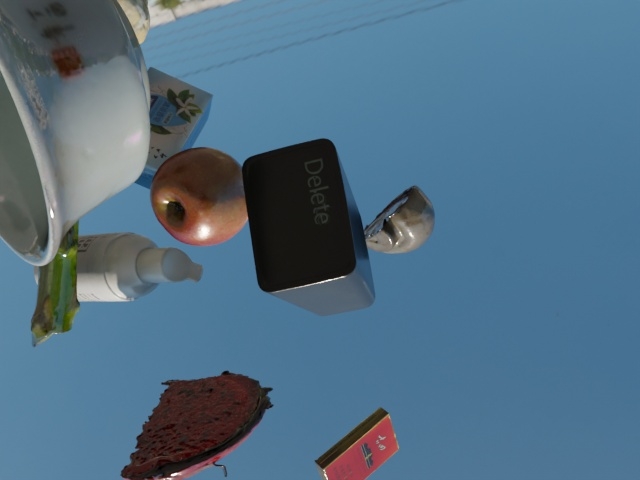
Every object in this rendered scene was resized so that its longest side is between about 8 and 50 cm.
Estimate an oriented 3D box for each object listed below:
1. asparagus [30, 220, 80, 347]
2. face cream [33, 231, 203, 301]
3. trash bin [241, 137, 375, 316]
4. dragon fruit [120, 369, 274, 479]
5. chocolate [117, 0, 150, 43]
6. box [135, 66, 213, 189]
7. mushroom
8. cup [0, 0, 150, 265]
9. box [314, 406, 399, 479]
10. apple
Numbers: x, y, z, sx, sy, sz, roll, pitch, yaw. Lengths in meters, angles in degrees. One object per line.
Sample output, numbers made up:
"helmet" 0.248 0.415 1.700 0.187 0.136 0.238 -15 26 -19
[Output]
"asparagus" -0.497 0.043 1.300 0.085 0.343 0.082 14 -168 10
"face cream" -0.411 0.052 1.410 0.369 0.145 0.145 -5 -137 32
"trash bin" 0.000 0.000 0.864 0.114 0.225 0.165 -14 -108 10
"dragon fruit" -0.228 0.385 1.400 0.282 0.100 0.343 -13 -161 12
"chocolate" -0.408 -0.389 1.042 0.309 0.134 0.134 20 -139 -14
"box" -0.324 -0.219 1.364 0.142 0.083 0.232 24 -126 -4
"mushroom" 0.172 -0.033 1.430 0.141 0.117 0.188 -64 -172 -27
"cup" -0.285 -0.162 0.695 0.163 0.347 0.347 -28 -146 -34
"box" 0.057 0.322 1.034 0.133 0.090 0.023 -33 -141 -24
"apple" -0.213 -0.076 1.235 0.180 0.181 0.168 0 -156 29
